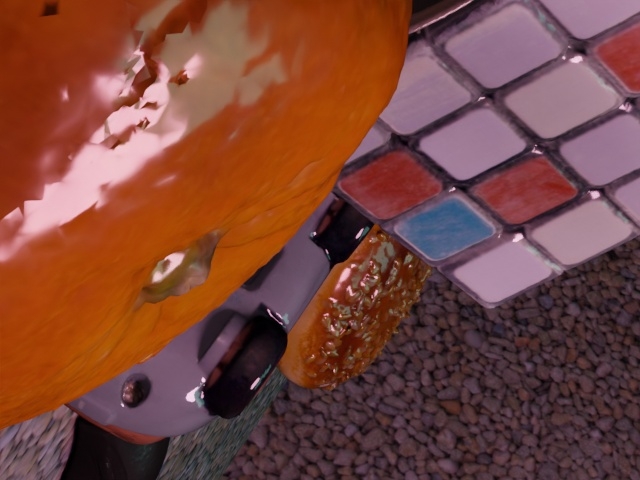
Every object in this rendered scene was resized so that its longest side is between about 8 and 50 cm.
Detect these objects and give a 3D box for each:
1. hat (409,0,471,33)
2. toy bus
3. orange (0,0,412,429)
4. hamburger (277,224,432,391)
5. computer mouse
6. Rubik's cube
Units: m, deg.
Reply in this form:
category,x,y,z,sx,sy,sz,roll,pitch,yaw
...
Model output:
category,x,y,z,sx,sy,sz,roll,pitch,yaw
hat,0.000,-0.208,0.751,0.275,0.232,0.161,-57,-173,-22
toy bus,-0.097,0.014,1.023,0.287,0.194,0.232,-56,180,-28
orange,-0.105,-0.069,0.448,0.284,0.226,0.284,-44,171,-9
hamburger,0.000,0.000,1.444,0.291,0.225,0.291,-59,170,-17
computer mouse,-0.199,0.208,1.502,0.147,0.088,0.264,-55,169,-45
Rubik's cube,0.126,-0.152,0.939,0.259,0.253,0.256,-29,-134,28
